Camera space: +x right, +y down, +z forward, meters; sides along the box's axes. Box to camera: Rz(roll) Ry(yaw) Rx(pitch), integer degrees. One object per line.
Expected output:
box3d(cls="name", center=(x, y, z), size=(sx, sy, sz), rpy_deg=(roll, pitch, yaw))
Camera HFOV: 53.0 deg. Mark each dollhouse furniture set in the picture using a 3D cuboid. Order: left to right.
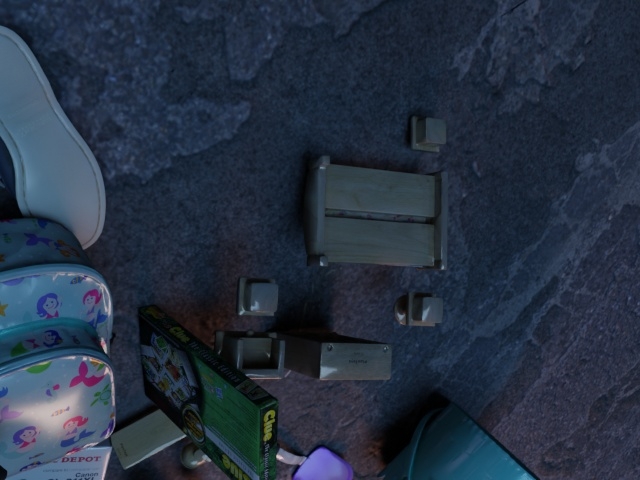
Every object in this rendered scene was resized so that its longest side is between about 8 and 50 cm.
box3d(cls="dollhouse furniture set", center=(-0.223, 0.320, 0.922), size=(0.144, 0.123, 0.151), rpy_deg=(-27, 86, -14))
box3d(cls="dollhouse furniture set", center=(0.000, 0.000, 0.879), size=(0.303, 0.173, 0.356), rpy_deg=(5, 85, -27))

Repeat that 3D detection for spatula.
box3d(cls="spatula", center=(-0.058, 0.335, 1.009), size=(0.084, 0.030, 0.296), rpy_deg=(-49, 123, -1))

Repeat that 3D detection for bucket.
box3d(cls="bucket", center=(0.249, 0.415, 1.063), size=(0.183, 0.281, 0.281), rpy_deg=(-48, 124, -2))

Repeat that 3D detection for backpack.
box3d(cls="backpack", center=(-0.318, 0.111, 0.645), size=(0.225, 0.191, 0.254), rpy_deg=(-13, 129, -36))

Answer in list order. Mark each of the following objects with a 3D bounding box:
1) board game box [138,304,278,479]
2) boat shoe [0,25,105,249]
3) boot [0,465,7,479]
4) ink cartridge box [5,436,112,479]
box3d(cls="board game box", center=(-0.141, 0.188, 0.768), size=(0.030, 0.259, 0.136), rpy_deg=(-15, 119, -40))
box3d(cls="boat shoe", center=(-0.304, -0.099, 0.660), size=(0.095, 0.079, 0.255), rpy_deg=(-40, 134, -25))
box3d(cls="boot", center=(-0.515, 0.135, 0.474), size=(0.367, 0.146, 0.445), rpy_deg=(-32, 110, 24))
box3d(cls="ink cartridge box", center=(-0.354, 0.315, 0.826), size=(0.127, 0.072, 0.175), rpy_deg=(9, 108, -29))
